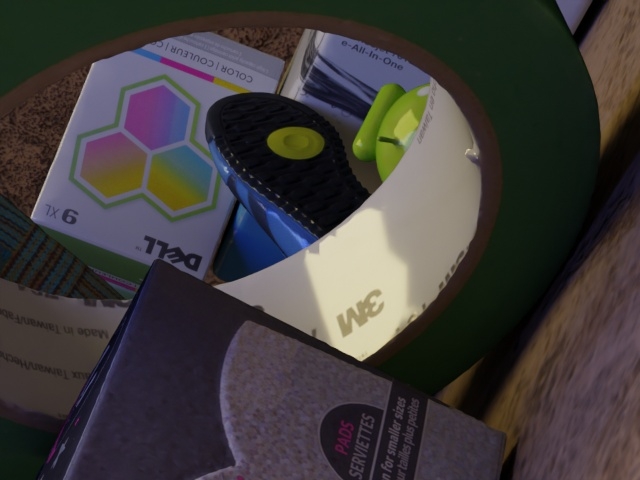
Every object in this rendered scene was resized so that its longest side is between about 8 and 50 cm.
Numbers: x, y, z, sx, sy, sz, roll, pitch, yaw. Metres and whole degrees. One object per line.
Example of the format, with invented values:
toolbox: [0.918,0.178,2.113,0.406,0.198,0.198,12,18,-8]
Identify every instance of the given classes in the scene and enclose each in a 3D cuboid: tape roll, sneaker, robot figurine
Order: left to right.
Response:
tape roll: [-0.052,-0.023,0.759,0.321,0.321,0.077,-62,34,39]
sneaker: [0.000,0.000,1.010,0.069,0.209,0.082,-21,-43,-26]
robot figurine: [0.068,-0.042,0.913,0.115,0.101,0.067,-5,-71,-66]

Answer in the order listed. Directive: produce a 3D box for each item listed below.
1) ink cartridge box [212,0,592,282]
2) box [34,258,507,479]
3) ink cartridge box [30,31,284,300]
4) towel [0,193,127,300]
ink cartridge box: [0.062,-0.126,1.142,0.223,0.129,0.307,-71,6,-48]
box: [-0.042,0.155,0.679,0.142,0.163,0.247,-58,9,38]
ink cartridge box: [-0.108,-0.028,1.150,0.062,0.109,0.209,122,169,-71]
towel: [-0.133,0.082,0.914,0.040,0.370,0.271,-43,14,23]
